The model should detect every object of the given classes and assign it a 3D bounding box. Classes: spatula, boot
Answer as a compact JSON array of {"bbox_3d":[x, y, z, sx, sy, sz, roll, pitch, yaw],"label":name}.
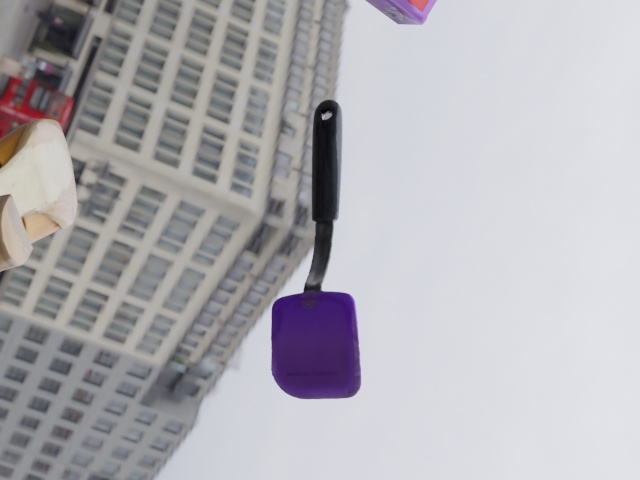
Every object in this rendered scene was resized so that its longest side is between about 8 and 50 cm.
[{"bbox_3d":[0.000,0.000,1.012,0.030,0.084,0.296,54,35,-59],"label":"spatula"},{"bbox_3d":[-0.336,-0.022,0.943,0.295,0.211,0.104,-89,167,-70],"label":"boot"}]

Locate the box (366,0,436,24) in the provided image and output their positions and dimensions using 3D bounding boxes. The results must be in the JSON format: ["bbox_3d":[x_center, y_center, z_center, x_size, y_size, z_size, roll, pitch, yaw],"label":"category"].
[{"bbox_3d":[0.017,-0.343,0.910,0.201,0.293,0.057,-59,-156,-1],"label":"box"}]
